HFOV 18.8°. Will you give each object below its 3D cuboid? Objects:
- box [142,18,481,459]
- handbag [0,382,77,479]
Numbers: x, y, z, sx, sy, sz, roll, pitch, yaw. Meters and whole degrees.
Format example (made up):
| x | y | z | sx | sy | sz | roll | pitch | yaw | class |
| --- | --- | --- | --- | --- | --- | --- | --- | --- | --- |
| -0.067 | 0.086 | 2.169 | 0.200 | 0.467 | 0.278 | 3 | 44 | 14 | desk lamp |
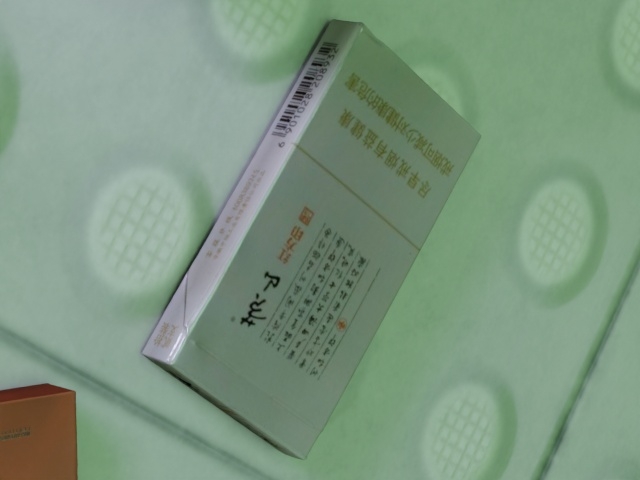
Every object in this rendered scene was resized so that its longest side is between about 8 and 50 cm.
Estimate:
| x | y | z | sx | sy | sz | roll | pitch | yaw | class |
| --- | --- | --- | --- | --- | --- | --- | --- | --- | --- |
| -0.001 | 0.000 | 1.804 | 0.204 | 0.051 | 0.365 | 40 | 73 | -39 | box |
| -0.267 | 0.223 | 1.619 | 0.127 | 0.063 | 0.190 | -6 | 100 | -40 | handbag |
